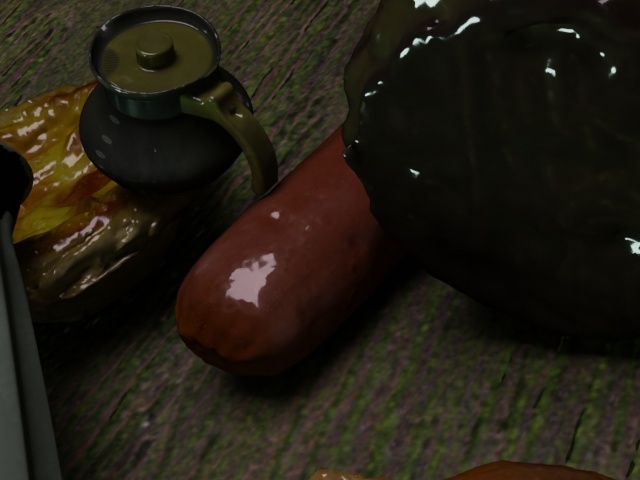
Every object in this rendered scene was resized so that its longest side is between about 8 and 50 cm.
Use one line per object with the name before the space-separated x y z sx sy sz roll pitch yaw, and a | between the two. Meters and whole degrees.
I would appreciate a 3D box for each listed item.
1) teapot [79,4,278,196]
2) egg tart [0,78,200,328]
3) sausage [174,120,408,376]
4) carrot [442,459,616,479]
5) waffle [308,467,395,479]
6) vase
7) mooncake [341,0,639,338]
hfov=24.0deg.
teapot | -0.101 -0.093 1.100 0.165 0.119 0.130 29 56 24
egg tart | -0.209 -0.022 1.238 0.294 0.116 0.295 -16 36 12
sausage | 0.000 0.000 1.106 0.113 0.113 0.259 19 53 42
carrot | 0.053 0.178 0.701 0.225 0.159 0.159 -24 36 -19
waffle | 0.088 0.238 0.783 0.308 0.091 0.213 5 45 32
vase | -0.246 0.105 0.991 0.165 0.165 0.360 -15 58 11
mooncake | 0.175 -0.087 0.953 0.324 0.324 0.187 0 44 28
